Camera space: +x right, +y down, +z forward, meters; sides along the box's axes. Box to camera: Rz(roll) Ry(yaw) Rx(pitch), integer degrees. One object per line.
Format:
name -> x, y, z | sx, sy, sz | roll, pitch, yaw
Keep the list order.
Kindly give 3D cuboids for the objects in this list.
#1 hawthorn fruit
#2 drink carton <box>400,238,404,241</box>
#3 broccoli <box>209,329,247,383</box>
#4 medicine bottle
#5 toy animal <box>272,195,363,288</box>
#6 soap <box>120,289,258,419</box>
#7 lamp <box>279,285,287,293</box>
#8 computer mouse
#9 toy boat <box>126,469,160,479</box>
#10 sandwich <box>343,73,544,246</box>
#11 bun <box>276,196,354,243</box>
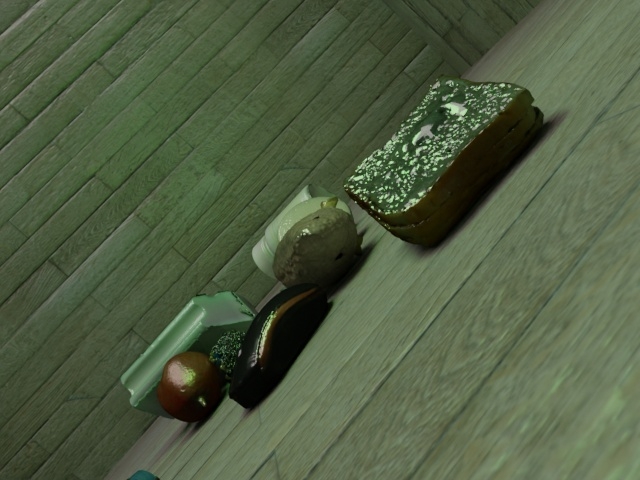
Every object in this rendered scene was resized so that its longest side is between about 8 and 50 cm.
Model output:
hawthorn fruit -> -0.369, 0.435, 1.436 | 0.199, 0.199, 0.251 | -49, 22, -14
drink carton -> 0.204, -0.078, 0.969 | 0.166, 0.056, 0.071 | -46, 1, 29
broccoli -> -0.243, 0.338, 1.411 | 0.154, 0.167, 0.160 | -1, -68, -50
medicine bottle -> -0.088, -0.029, 1.961 | 0.378, 0.213, 0.213 | -44, 5, 27
toy animal -> -0.010, 0.030, 1.313 | 0.226, 0.188, 0.358 | -38, -3, -29
soap -> -0.405, 0.371, 1.655 | 0.446, 0.261, 0.156 | -48, 46, -2
lamp -> -0.042, 0.112, 1.883 | 0.266, 0.047, 0.269 | -45, 2, -14
computer mouse -> -0.102, 0.209, 1.086 | 0.323, 0.116, 0.183 | -52, 0, -39
toy boat -> -0.408, 0.569, 1.119 | 0.077, 0.075, 0.185 | -48, 8, -38
sandwich -> 0.195, -0.143, 0.851 | 0.301, 0.099, 0.271 | -47, 24, 1
bun -> 0.000, 0.000, 1.629 | 0.263, 0.263, 0.175 | -50, -40, -25
